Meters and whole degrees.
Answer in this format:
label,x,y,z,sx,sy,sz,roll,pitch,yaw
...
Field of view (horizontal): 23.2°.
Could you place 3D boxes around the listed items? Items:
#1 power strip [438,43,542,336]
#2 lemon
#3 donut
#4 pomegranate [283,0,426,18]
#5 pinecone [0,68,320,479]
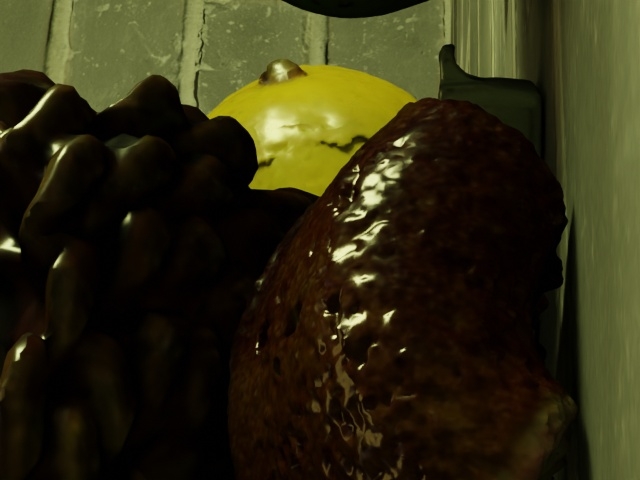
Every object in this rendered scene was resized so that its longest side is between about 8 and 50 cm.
label,x,y,z,sx,sy,sz,roll,pitch,yaw
power strip,0.079,0.041,0.762,0.078,0.052,0.272,-67,-22,-80
lemon,0.001,0.000,1.324,0.297,0.297,0.297,1,-90,-86
donut,0.031,0.050,0.576,0.186,0.144,0.126,-53,-6,-39
pomegranate,0.030,-0.203,0.704,0.225,0.187,0.187,150,125,-61
pinecone,-0.139,0.114,0.738,0.398,0.398,0.397,1,-90,-86
